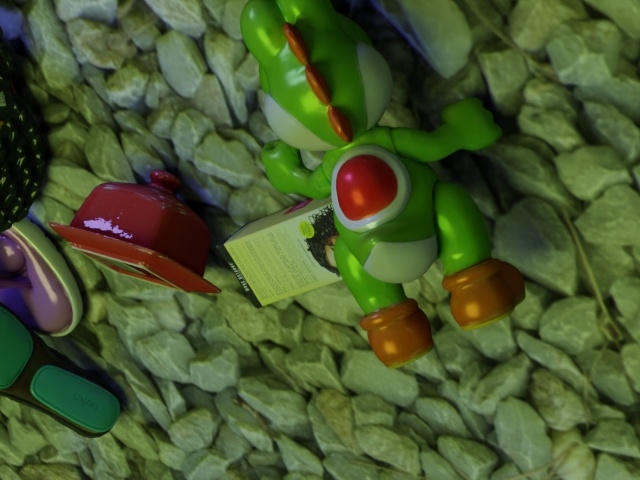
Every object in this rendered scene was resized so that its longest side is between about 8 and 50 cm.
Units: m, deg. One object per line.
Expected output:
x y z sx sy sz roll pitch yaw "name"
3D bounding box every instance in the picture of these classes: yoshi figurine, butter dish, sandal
0.046 -0.079 1.516 0.203 0.203 0.362 -14 105 59 "yoshi figurine"
-0.188 -0.020 1.783 0.160 0.118 0.160 14 169 29 "butter dish"
-0.470 -0.019 2.001 0.416 0.102 0.169 45 139 -1 "sandal"

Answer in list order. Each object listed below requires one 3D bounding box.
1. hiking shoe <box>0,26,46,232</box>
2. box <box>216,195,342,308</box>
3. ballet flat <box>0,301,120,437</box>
-0.397 -0.150 1.870 0.132 0.113 0.304 41 143 42 "hiking shoe"
0.000 0.000 1.686 0.232 0.058 0.087 -21 105 45 "box"
-0.376 0.160 2.026 0.280 0.095 0.096 42 160 -25 "ballet flat"
